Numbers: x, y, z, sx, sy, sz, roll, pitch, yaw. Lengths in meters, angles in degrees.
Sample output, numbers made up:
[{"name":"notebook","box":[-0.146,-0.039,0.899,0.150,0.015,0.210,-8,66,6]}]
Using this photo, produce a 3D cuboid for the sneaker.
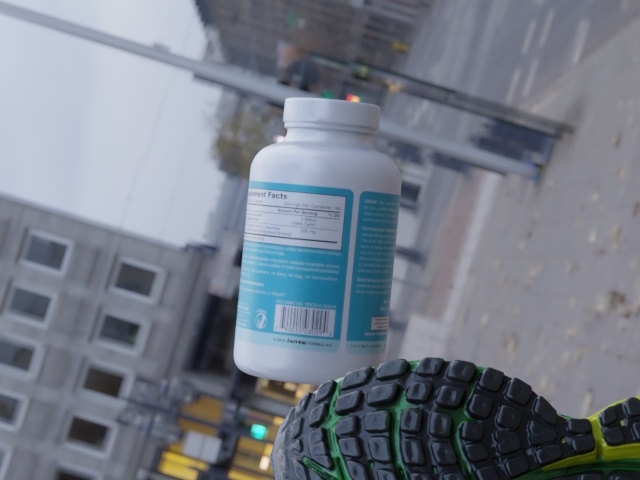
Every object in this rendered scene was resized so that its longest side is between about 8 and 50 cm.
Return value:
[{"name":"sneaker","box":[0.135,0.171,1.004,0.146,0.343,0.134,107,170,-65]}]

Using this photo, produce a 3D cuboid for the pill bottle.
[{"name":"pill bottle","box":[0.000,0.000,1.411,0.146,0.146,0.264,-96,12,-89]}]
